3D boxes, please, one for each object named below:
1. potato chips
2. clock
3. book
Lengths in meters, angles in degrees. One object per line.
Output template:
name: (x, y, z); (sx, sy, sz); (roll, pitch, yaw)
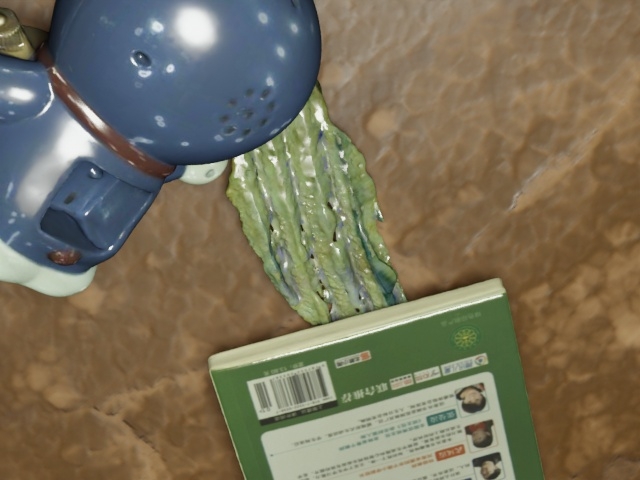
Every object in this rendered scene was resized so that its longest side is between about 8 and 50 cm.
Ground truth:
potato chips: (0.000, 0.000, 0.973); (0.092, 0.028, 0.208); (-23, 113, -4)
clock: (-0.108, -0.085, 0.861); (0.243, 0.146, 0.199); (-42, 142, 14)
book: (0.053, 0.164, 1.033); (0.202, 0.027, 0.264); (-16, 119, 0)
